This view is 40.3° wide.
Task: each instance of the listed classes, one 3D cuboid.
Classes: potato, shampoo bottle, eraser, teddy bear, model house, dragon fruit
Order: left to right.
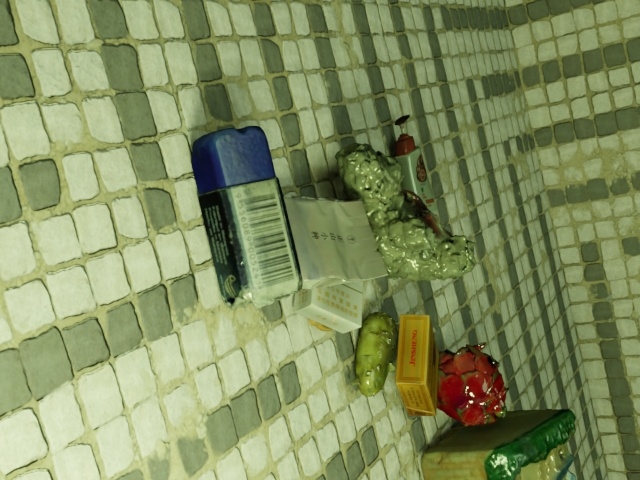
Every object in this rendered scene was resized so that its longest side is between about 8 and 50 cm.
[{"bbox_3d":[-0.142,-0.042,1.636,0.155,0.101,0.332,-15,91,-43],"label":"eraser"},{"bbox_3d":[0.127,0.264,2.027,0.117,0.090,0.226,55,38,-35],"label":"potato"},{"bbox_3d":[0.167,-0.085,2.035,0.357,0.224,0.368,46,-17,57],"label":"teddy bear"},{"bbox_3d":[0.249,-0.203,2.390,0.153,0.071,0.284,-17,98,-61],"label":"shampoo bottle"},{"bbox_3d":[0.386,0.380,2.329,0.193,0.274,0.192,-26,146,-35],"label":"dragon fruit"},{"bbox_3d":[0.482,0.659,2.285,0.382,0.334,0.343,-13,91,-49],"label":"model house"}]

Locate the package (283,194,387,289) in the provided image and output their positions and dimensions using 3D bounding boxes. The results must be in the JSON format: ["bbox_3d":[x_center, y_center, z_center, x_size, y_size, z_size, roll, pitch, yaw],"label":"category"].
[{"bbox_3d":[0.000,0.000,1.822,0.250,0.062,0.204,-1,62,-28],"label":"package"}]

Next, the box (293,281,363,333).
[{"bbox_3d":[0.023,0.067,1.895,0.149,0.067,0.233,29,53,-36],"label":"box"}]

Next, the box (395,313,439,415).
[{"bbox_3d":[0.241,0.312,2.137,0.274,0.076,0.174,66,28,-61],"label":"box"}]

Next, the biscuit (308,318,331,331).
[{"bbox_3d":[0.018,0.128,1.944,0.133,0.027,0.184,45,44,-35],"label":"biscuit"}]
